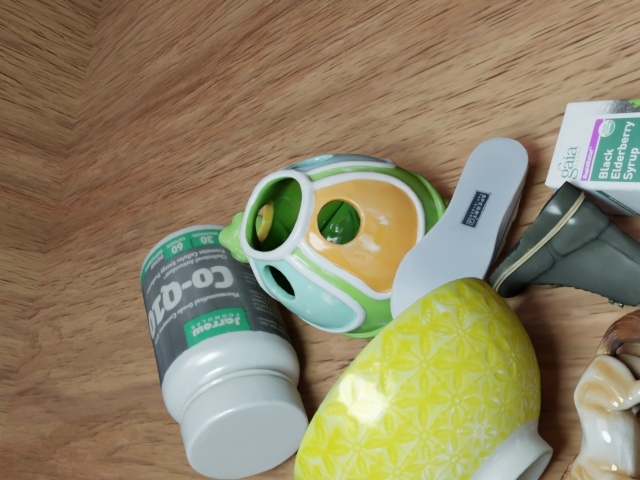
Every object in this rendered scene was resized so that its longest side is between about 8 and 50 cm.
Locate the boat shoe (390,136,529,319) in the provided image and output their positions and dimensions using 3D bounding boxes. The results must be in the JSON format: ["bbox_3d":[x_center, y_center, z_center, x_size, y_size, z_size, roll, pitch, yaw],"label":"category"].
[{"bbox_3d":[0.171,0.006,0.898,0.095,0.084,0.258,29,76,27],"label":"boat shoe"}]

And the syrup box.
[{"bbox_3d":[0.342,-0.076,0.738,0.237,0.096,0.093,9,80,53],"label":"syrup box"}]

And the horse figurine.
[{"bbox_3d":[0.286,0.177,0.713,0.174,0.066,0.263,-3,78,52],"label":"horse figurine"}]

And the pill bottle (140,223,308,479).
[{"bbox_3d":[-0.149,0.159,1.180,0.204,0.204,0.361,-52,40,24],"label":"pill bottle"}]

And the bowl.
[{"bbox_3d":[0.130,0.196,0.768,0.156,0.289,0.289,39,107,31],"label":"bowl"}]

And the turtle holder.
[{"bbox_3d":[0.011,-0.014,1.032,0.243,0.227,0.320,-62,36,12],"label":"turtle holder"}]

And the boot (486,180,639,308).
[{"bbox_3d":[0.261,0.041,0.814,0.077,0.137,0.198,-48,-12,-24],"label":"boot"}]
